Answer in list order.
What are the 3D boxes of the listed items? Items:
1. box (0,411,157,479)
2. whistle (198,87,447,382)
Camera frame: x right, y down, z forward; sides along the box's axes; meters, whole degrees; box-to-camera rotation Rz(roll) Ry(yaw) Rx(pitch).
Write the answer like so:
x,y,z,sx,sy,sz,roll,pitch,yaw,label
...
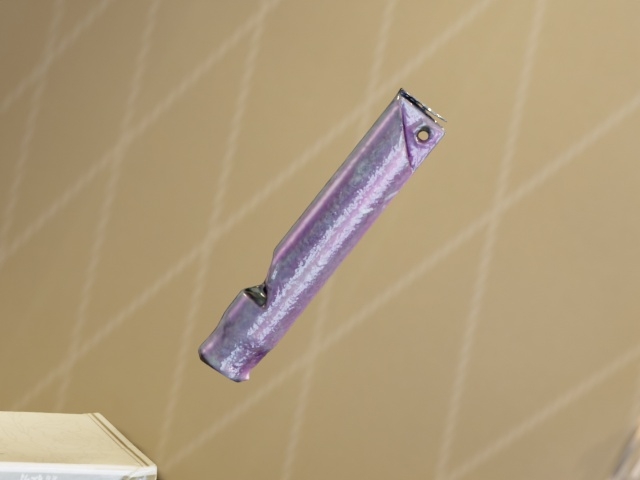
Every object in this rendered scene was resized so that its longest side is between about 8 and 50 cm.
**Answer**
x,y,z,sx,sy,sz,roll,pitch,yaw,label
-0.225,0.150,1.314,0.198,0.029,0.109,6,13,-32,box
0.000,0.000,0.957,0.033,0.176,0.033,38,7,-6,whistle
